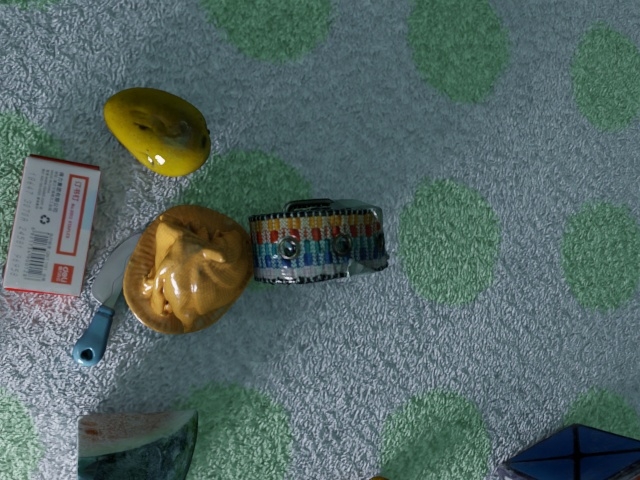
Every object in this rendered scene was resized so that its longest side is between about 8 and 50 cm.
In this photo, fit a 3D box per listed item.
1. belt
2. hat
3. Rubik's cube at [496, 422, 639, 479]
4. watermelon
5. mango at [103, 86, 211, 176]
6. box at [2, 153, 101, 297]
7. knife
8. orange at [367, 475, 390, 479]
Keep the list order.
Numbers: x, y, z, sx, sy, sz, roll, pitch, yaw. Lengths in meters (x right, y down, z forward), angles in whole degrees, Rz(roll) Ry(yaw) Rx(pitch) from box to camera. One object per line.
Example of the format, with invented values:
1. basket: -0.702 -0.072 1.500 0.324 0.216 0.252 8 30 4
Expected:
1. belt: 0.000 0.000 1.155 0.257 0.207 0.150 -7 96 -35
2. hat: -0.183 0.038 1.063 0.244 0.233 0.234 2 83 -24
3. Rubik's cube: 0.557 0.557 1.320 0.259 0.260 0.255 -17 94 -20
4. watermelon: -0.338 0.361 1.001 0.213 0.290 0.320 36 75 22
5. mango: -0.283 -0.192 1.123 0.195 0.098 0.138 24 82 -14
6. box: -0.443 -0.025 1.070 0.122 0.050 0.230 9 82 -23
7. knife: -0.365 0.094 1.106 0.058 0.032 0.244 19 75 -15
8. orange: 0.114 0.498 1.244 0.083 0.070 0.084 3 85 -34
